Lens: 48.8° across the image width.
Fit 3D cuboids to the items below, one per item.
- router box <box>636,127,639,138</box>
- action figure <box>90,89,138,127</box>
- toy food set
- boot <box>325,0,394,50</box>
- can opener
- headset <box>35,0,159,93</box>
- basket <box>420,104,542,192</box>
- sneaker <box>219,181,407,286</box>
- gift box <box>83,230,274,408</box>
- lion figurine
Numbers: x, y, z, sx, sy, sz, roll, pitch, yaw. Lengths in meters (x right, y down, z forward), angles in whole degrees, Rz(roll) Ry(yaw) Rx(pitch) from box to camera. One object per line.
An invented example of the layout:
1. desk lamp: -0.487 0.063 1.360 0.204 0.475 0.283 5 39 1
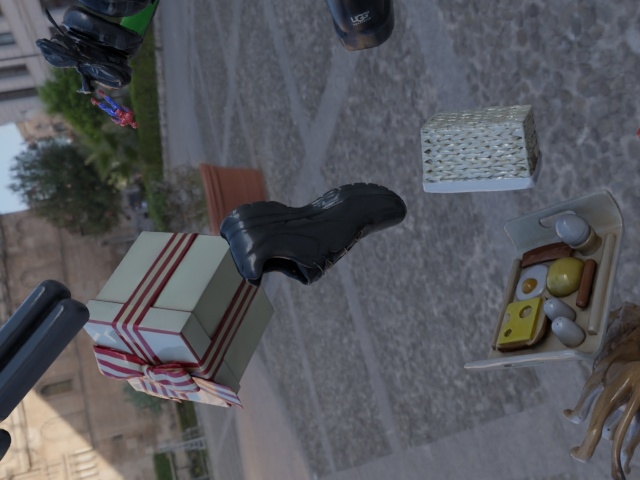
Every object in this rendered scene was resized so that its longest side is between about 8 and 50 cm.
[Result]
1. router box: 0.836 -0.241 1.474 0.335 0.082 0.301 -96 18 -46
2. action figure: -0.393 -0.249 1.364 0.115 0.038 0.030 37 170 22
3. toy food set: 0.353 0.069 1.143 0.220 0.092 0.306 -23 35 52
4. boot: 0.002 -0.592 1.150 0.445 0.146 0.367 55 -161 -52
5. can opener: -0.371 0.178 0.828 0.076 0.283 0.095 37 175 23
6. headset: -0.307 -0.344 1.089 0.394 0.185 0.243 -70 5 -56
7. basket: 0.241 -0.140 1.063 0.113 0.167 0.103 -47 -48 -55
8. sneaker: 0.000 0.000 1.064 0.109 0.286 0.130 94 159 -60
9. gift box: -0.242 0.164 1.294 0.276 0.255 0.258 63 -141 -37
10. lion figurine: 0.520 0.245 1.197 0.240 0.142 0.392 -63 -5 11
